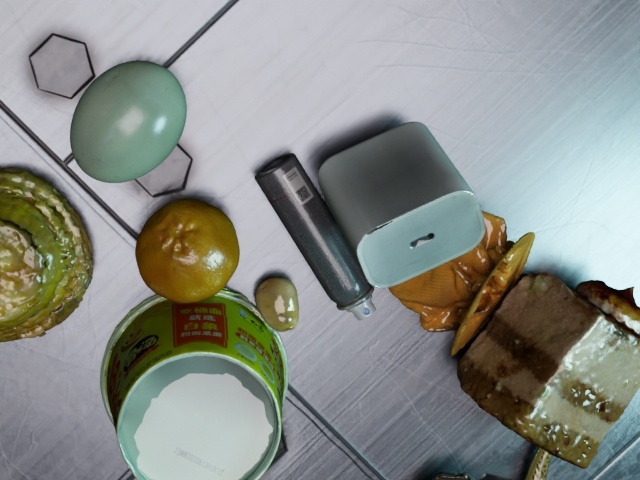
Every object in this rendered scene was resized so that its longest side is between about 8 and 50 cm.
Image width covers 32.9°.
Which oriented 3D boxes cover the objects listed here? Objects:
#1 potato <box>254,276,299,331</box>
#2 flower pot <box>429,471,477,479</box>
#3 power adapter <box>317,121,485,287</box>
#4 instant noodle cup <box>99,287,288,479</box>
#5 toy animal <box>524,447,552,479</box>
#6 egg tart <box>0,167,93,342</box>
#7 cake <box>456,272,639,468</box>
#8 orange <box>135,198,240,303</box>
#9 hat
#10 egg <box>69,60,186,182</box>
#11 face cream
[{"bbox_3d":[-0.065,0.100,1.691,0.068,0.062,0.083,-25,68,23],"label":"potato"},{"bbox_3d":[0.192,0.511,1.774,0.179,0.084,0.251,43,106,-5],"label":"flower pot"},{"bbox_3d":[0.105,-0.072,1.590,0.187,0.255,0.124,-24,131,-3],"label":"power adapter"},{"bbox_3d":[-0.183,0.238,1.623,0.311,0.221,0.311,-2,102,-9],"label":"instant noodle cup"},{"bbox_3d":[0.329,0.429,1.824,0.149,0.054,0.275,44,95,-9],"label":"toy animal"},{"bbox_3d":[-0.485,0.032,1.586,0.294,0.123,0.294,-1,102,-6],"label":"egg tart"},{"bbox_3d":[0.383,0.175,1.686,0.198,0.196,0.293,33,95,-31],"label":"cake"},{"bbox_3d":[-0.199,0.013,1.605,0.159,0.136,0.159,-3,70,7],"label":"orange"},{"bbox_3d":[0.177,0.020,1.680,0.233,0.244,0.233,35,112,17],"label":"hat"},{"bbox_3d":[-0.277,-0.169,1.557,0.149,0.149,0.192,39,104,-14],"label":"egg"},{"bbox_3d":[0.000,0.000,1.673,0.073,0.073,0.283,-32,104,0],"label":"face cream"}]
